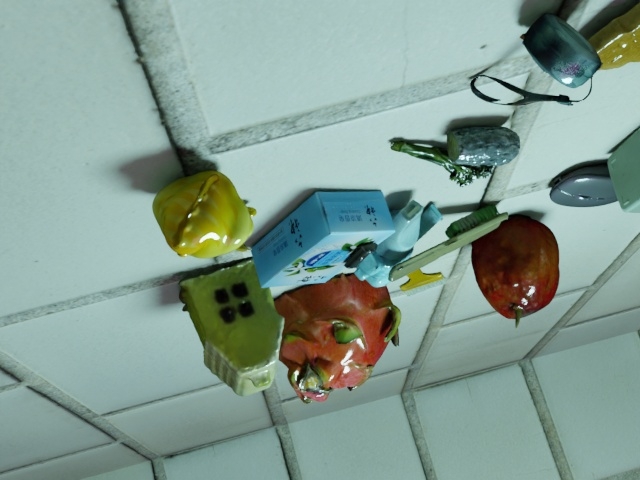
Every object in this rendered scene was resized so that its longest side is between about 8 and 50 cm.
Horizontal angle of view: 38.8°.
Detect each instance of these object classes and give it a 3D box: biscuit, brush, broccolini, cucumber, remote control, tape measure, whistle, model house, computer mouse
[{"bbox_3d":[0.441,-0.282,1.187,0.238,0.041,0.212,-20,166,12],"label":"biscuit"},{"bbox_3d":[0.233,-0.001,1.679,0.282,0.048,0.054,-26,160,-30],"label":"brush"},{"bbox_3d":[0.183,-0.118,1.409,0.201,0.058,0.074,0,148,-40],"label":"broccolini"},{"bbox_3d":[0.212,0.078,2.038,0.103,0.013,0.272,-20,160,12],"label":"brush"},{"bbox_3d":[0.244,-0.142,1.378,0.112,0.064,0.064,-5,158,-28],"label":"cucumber"},{"bbox_3d":[0.067,0.028,1.544,0.034,0.016,0.091,-15,164,-25],"label":"remote control"},{"bbox_3d":[0.260,-0.207,1.151,0.180,0.104,0.107,-31,159,35],"label":"tape measure"},{"bbox_3d":[0.125,0.006,1.664,0.186,0.093,0.274,-37,169,-26],"label":"whistle"},{"bbox_3d":[-0.157,0.178,1.697,0.174,0.234,0.193,-11,158,-12],"label":"model house"},{"bbox_3d":[0.546,-0.104,1.728,0.232,0.057,0.120,-6,158,-26],"label":"computer mouse"}]

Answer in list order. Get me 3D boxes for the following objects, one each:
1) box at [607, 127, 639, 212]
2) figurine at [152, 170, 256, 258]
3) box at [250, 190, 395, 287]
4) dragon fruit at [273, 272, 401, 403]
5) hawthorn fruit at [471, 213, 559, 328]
[{"bbox_3d":[0.607,-0.134,1.567,0.129,0.148,0.210,0,154,-20],"label":"box"},{"bbox_3d":[-0.160,-0.030,1.315,0.156,0.131,0.246,24,177,4],"label":"figurine"},{"bbox_3d":[0.000,0.000,1.556,0.142,0.083,0.232,-3,156,-37],"label":"box"},{"bbox_3d":[0.036,0.222,1.986,0.305,0.226,0.305,-14,158,-6],"label":"dragon fruit"},{"bbox_3d":[0.400,0.065,1.850,0.189,0.251,0.189,1,138,1],"label":"hawthorn fruit"}]
